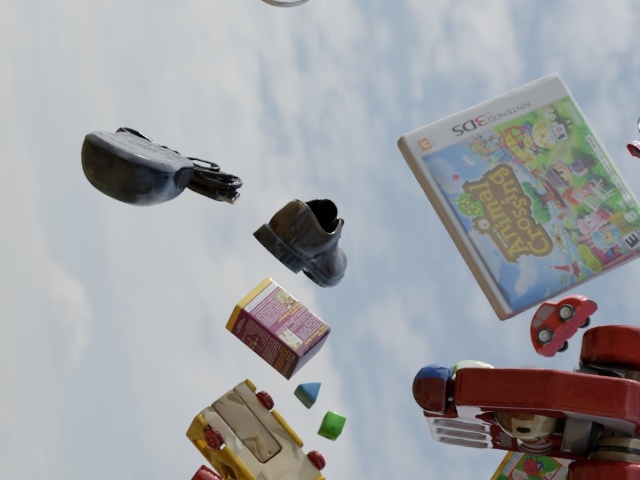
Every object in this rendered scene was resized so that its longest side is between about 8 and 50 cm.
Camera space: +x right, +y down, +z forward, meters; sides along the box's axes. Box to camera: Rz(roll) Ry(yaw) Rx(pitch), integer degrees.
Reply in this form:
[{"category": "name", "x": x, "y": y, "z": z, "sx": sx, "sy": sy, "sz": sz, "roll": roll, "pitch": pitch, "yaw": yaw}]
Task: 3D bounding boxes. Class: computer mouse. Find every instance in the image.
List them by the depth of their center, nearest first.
[{"category": "computer mouse", "x": -0.219, "y": -0.082, "z": 2.247, "sx": 0.072, "sy": 0.188, "sz": 0.272, "roll": -66, "pitch": 168, "yaw": 7}]

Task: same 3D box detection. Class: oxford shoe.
[{"category": "oxford shoe", "x": 0.000, "y": 0.000, "z": 2.266, "sx": 0.083, "sy": 0.096, "sz": 0.227, "roll": 43, "pitch": 3, "yaw": 19}]

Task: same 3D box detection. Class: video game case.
[{"category": "video game case", "x": 0.208, "y": -0.047, "z": 1.785, "sx": 0.212, "sy": 0.193, "sz": 0.023, "roll": 61, "pitch": -21, "yaw": 16}]

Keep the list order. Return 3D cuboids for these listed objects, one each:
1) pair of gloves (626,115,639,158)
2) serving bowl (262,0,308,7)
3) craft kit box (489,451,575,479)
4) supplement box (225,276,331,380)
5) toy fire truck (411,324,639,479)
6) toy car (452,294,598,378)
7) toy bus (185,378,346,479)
[{"category": "pair of gloves", "x": 0.566, "y": -0.130, "z": 2.769, "sx": 0.198, "sy": 0.159, "sz": 0.023, "roll": 36, "pitch": -48, "yaw": 11}, {"category": "serving bowl", "x": -0.040, "y": -0.278, "z": 1.911, "sx": 0.027, "sy": 0.083, "sz": 0.083, "roll": 104, "pitch": -24, "yaw": -59}, {"category": "craft kit box", "x": 0.284, "y": 0.324, "z": 1.965, "sx": 0.250, "sy": 0.246, "sz": 0.061, "roll": 31, "pitch": -7, "yaw": 41}, {"category": "supplement box", "x": -0.041, "y": 0.085, "z": 1.743, "sx": 0.083, "sy": 0.055, "sz": 0.043, "roll": 40, "pitch": -41, "yaw": 12}, {"category": "toy fire truck", "x": 0.220, "y": 0.176, "z": 1.776, "sx": 0.302, "sy": 0.254, "sz": 0.169, "roll": 63, "pitch": 34, "yaw": -74}, {"category": "toy car", "x": 0.231, "y": 0.167, "z": 2.307, "sx": 0.053, "sy": 0.225, "sz": 0.239, "roll": 49, "pitch": -42, "yaw": 31}, {"category": "toy bus", "x": -0.075, "y": 0.277, "z": 2.248, "sx": 0.104, "sy": 0.191, "sz": 0.202, "roll": 120, "pitch": -22, "yaw": -59}]
